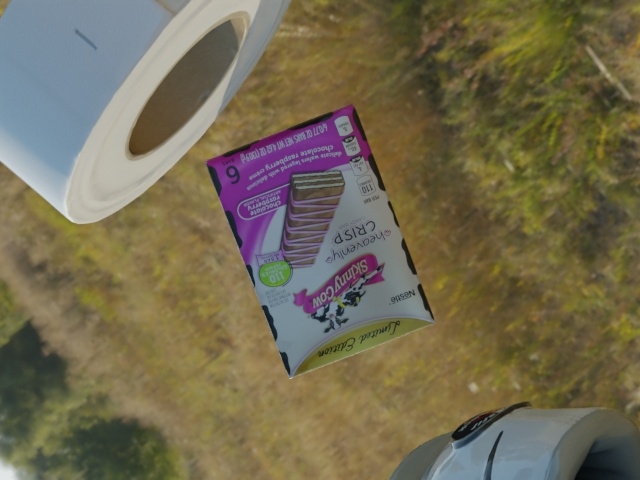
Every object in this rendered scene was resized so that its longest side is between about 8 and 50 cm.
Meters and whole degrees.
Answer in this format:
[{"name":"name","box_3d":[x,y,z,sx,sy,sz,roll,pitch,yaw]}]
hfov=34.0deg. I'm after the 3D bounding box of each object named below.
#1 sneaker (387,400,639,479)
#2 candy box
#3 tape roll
[{"name":"sneaker","box_3d":[0.144,0.201,0.348,0.331,0.122,0.146,54,155,9]},{"name":"candy box","box_3d":[0.000,0.000,1.050,0.071,0.159,0.233,-101,-11,-85]},{"name":"tape roll","box_3d":[-0.140,-0.151,0.828,0.100,0.286,0.286,40,164,5]}]
